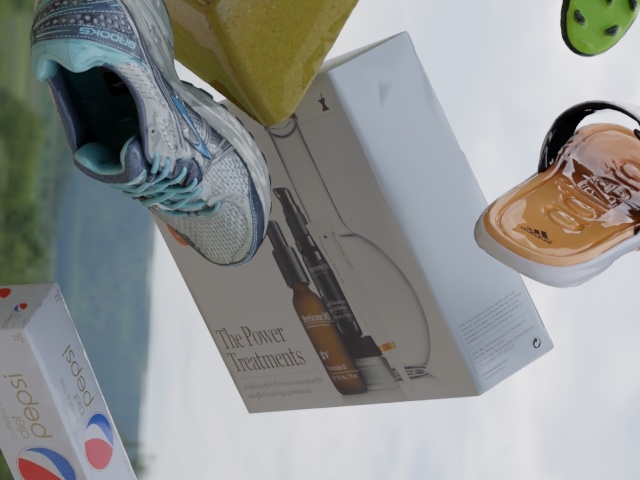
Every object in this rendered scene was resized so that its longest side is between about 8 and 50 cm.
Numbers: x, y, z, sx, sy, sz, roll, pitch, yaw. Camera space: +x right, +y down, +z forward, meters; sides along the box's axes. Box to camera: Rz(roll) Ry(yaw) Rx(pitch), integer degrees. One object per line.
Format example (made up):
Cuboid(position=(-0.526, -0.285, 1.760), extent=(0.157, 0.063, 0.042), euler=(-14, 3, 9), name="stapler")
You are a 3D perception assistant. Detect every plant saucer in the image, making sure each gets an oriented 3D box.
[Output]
Cuboid(position=(-0.055, -0.297, 1.501), extent=(0.332, 0.081, 0.333), euler=(-59, -140, 6), name="plant saucer")

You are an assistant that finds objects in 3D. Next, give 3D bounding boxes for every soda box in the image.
Cuboid(position=(-0.226, 0.142, 1.550), extent=(0.069, 0.074, 0.216), euler=(-62, 141, -52), name="soda box")

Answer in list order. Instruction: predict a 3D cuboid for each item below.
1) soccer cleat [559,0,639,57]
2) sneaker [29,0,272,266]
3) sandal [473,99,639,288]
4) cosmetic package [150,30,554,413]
Cuboid(position=(0.227, -0.207, 1.502), extent=(0.072, 0.060, 0.179), euler=(118, -7, -58), name="soccer cleat")
Cuboid(position=(-0.133, -0.068, 1.359), extent=(0.283, 0.110, 0.122), euler=(56, 31, -34), name="sneaker")
Cuboid(position=(0.183, -0.042, 1.182), extent=(0.265, 0.102, 0.076), euler=(-34, 152, -59), name="sandal")
Cuboid(position=(0.000, 0.000, 1.609), extent=(0.377, 0.097, 0.284), euler=(-14, -78, 58), name="cosmetic package")
